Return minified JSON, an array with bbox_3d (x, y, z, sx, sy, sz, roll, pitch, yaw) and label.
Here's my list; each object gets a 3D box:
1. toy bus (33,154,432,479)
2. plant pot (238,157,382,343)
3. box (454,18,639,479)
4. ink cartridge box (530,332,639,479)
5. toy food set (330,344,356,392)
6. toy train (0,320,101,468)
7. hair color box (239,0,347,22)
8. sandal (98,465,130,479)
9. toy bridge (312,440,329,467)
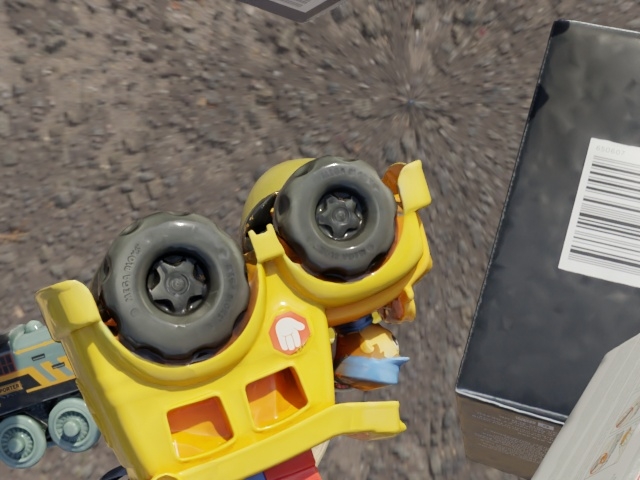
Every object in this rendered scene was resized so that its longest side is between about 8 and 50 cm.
[{"bbox_3d":[-0.023,0.075,0.747,0.220,0.149,0.211,-21,86,-15],"label":"toy bus"},{"bbox_3d":[-0.006,-0.006,0.957,0.134,0.095,0.134,-13,126,-18],"label":"plant pot"},{"bbox_3d":[0.371,0.054,1.691,0.297,0.472,0.480,13,74,13],"label":"box"},{"bbox_3d":[0.266,0.168,1.128,0.060,0.239,0.275,40,58,-2],"label":"ink cartridge box"},{"bbox_3d":[0.022,0.131,1.429,0.083,0.020,0.083,13,120,-7],"label":"toy food set"},{"bbox_3d":[-0.349,0.193,1.862,0.333,0.142,0.190,-18,96,11],"label":"toy train"},{"bbox_3d":[0.012,-0.401,1.284,0.105,0.174,0.347,17,83,-20],"label":"hair color box"},{"bbox_3d":[-0.242,0.309,1.789,0.254,0.097,0.054,-43,85,23],"label":"sandal"},{"bbox_3d":[-0.004,0.266,1.360,0.026,0.063,0.188,27,118,44],"label":"toy bridge"}]
